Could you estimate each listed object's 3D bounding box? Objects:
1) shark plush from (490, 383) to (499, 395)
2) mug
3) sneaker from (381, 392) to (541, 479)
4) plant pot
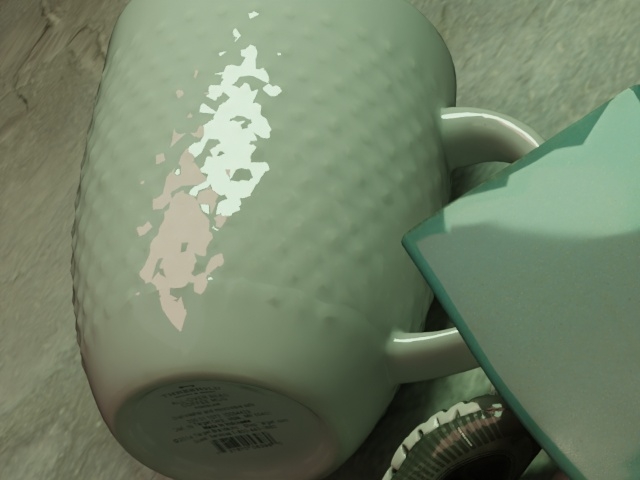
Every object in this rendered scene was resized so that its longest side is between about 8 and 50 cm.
[{"bbox_3d":[0.166,0.110,1.193,0.161,0.073,0.067,34,111,46],"label":"shark plush"},{"bbox_3d":[0.000,0.000,1.340,0.374,0.276,0.328,-3,54,14],"label":"mug"},{"bbox_3d":[0.062,0.193,1.195,0.234,0.078,0.106,-40,34,26],"label":"sneaker"},{"bbox_3d":[0.190,0.073,1.041,0.166,0.165,0.234,-34,51,8],"label":"plant pot"}]
